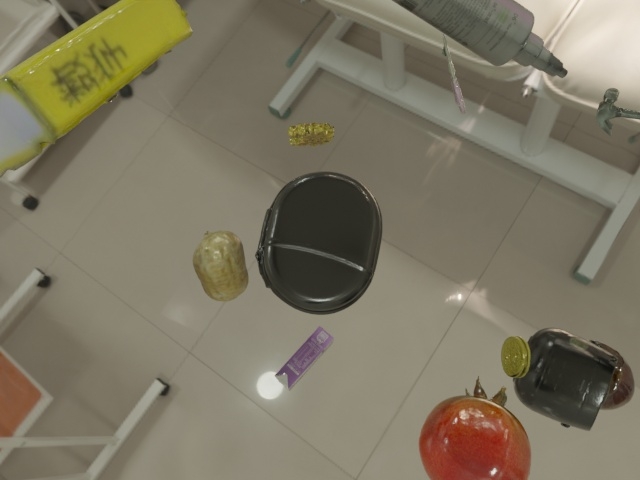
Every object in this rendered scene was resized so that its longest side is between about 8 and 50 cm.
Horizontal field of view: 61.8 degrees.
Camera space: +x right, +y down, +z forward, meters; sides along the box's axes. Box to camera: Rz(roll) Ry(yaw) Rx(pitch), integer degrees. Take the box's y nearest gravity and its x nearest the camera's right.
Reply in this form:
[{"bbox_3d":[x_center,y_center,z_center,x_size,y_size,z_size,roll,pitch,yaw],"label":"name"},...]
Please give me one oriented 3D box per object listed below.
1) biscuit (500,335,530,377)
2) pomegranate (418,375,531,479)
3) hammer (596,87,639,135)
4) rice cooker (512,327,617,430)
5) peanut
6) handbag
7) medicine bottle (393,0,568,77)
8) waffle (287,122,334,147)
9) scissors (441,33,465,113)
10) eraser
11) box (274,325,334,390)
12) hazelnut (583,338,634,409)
[{"bbox_3d":[0.397,0.237,1.091,0.023,0.084,0.084,6,70,-13],"label":"biscuit"},{"bbox_3d":[0.321,0.413,1.100,0.220,0.221,0.257,21,61,17],"label":"pomegranate"},{"bbox_3d":[0.655,-0.225,1.011,0.246,0.103,0.029,15,66,18],"label":"hammer"},{"bbox_3d":[0.659,0.371,1.457,0.224,0.267,0.267,20,75,28],"label":"rice cooker"},{"bbox_3d":[-0.243,0.067,1.309,0.129,0.225,0.129,0,43,0],"label":"peanut"},{"bbox_3d":[0.000,-0.001,1.120,0.253,0.093,0.308,12,77,0],"label":"handbag"},{"bbox_3d":[0.155,-0.206,0.502,0.199,0.057,0.058,26,75,-14],"label":"medicine bottle"},{"bbox_3d":[-0.038,-0.324,1.634,0.148,0.194,0.051,-1,89,-13],"label":"waffle"},{"bbox_3d":[0.331,-0.419,1.346,0.021,0.212,0.110,-19,41,15],"label":"scissors"},{"bbox_3d":[-0.241,-0.162,0.528,0.157,0.069,0.226,-7,39,38],"label":"eraser"},{"bbox_3d":[-0.027,0.204,0.923,0.036,0.051,0.117,41,73,13],"label":"box"},{"bbox_3d":[0.831,0.427,1.650,0.218,0.218,0.234,-44,42,-6],"label":"hazelnut"}]
